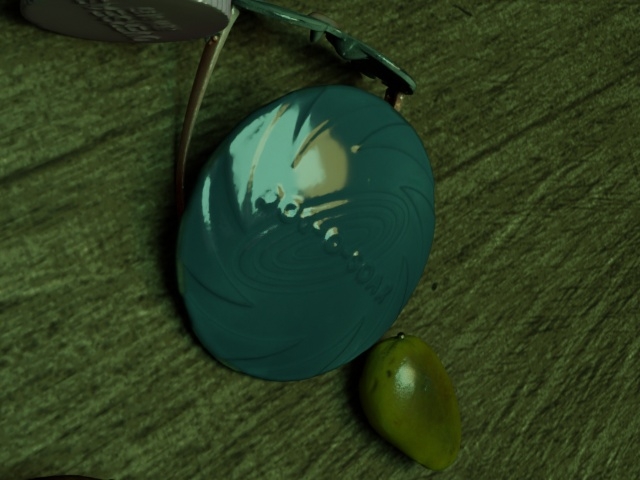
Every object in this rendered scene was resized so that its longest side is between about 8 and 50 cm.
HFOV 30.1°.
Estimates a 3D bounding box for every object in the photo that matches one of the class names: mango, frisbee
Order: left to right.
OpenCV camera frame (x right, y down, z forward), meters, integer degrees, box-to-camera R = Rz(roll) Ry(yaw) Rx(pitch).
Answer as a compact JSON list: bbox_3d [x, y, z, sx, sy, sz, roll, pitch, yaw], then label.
[{"bbox_3d":[0.002,0.002,1.099,0.289,0.049,0.289,-13,113,-32],"label":"frisbee"},{"bbox_3d":[0.095,0.168,1.217,0.103,0.076,0.161,-52,123,-37],"label":"mango"}]

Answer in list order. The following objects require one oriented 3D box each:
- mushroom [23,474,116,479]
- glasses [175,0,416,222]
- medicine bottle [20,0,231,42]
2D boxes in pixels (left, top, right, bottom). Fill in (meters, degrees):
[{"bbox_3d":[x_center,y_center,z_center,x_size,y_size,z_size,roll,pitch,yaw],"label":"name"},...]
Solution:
[{"bbox_3d":[-0.198,0.316,0.869,0.267,0.254,0.267,-7,109,-22],"label":"mushroom"},{"bbox_3d":[-0.043,-0.091,1.139,0.234,0.118,0.268,21,93,-41],"label":"glasses"},{"bbox_3d":[-0.154,-0.318,0.958,0.178,0.178,0.291,5,83,-42],"label":"medicine bottle"}]
